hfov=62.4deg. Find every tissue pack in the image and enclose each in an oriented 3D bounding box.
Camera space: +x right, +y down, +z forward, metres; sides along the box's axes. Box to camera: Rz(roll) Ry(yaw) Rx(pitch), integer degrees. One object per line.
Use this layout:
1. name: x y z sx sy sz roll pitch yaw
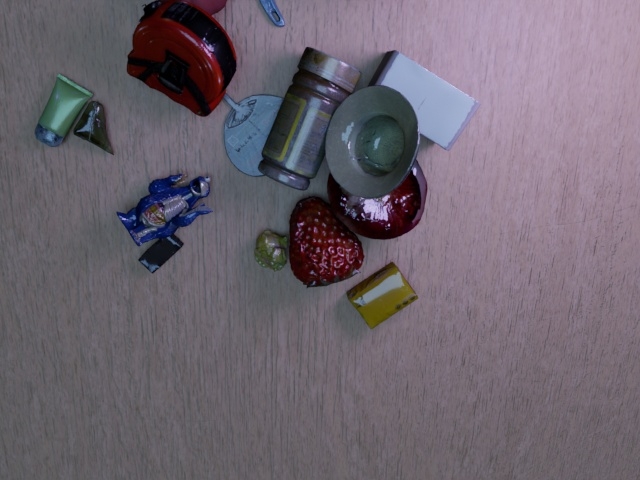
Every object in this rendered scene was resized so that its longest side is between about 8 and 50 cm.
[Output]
1. tissue pack: 0.242 -0.348 1.318 0.246 0.159 0.136 29 105 -11
2. tissue pack: 0.175 0.156 1.507 0.169 0.082 0.120 -34 104 8

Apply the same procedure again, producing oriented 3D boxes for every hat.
1. hat: 0.148 -0.220 1.235 0.257 0.130 0.257 -2 88 39

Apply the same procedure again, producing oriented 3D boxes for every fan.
1. fan: -0.193 -0.287 1.397 0.294 0.012 0.223 17 107 -7

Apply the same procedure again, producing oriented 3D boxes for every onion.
1. onion: 0.139 -0.123 1.388 0.272 0.195 0.272 5 74 -19

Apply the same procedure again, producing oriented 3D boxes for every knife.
1. knife: -0.180 -0.659 1.284 0.044 0.019 0.313 -30 104 9

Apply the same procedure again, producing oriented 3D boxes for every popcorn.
1. popcorn: -0.136 0.029 1.459 0.109 0.089 0.097 50 135 -6

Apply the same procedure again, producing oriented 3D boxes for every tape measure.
1. tape measure: -0.325 -0.428 1.232 0.253 0.260 0.114 31 59 -8

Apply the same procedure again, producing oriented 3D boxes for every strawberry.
1. strawberry: 0.000 0.000 1.413 0.205 0.205 0.244 -18 87 3

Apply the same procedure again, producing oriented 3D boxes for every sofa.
1. sofa: -0.444 0.032 1.470 0.118 0.039 0.060 -41 105 9

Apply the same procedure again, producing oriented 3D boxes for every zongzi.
1. zongzi: -0.563 -0.292 1.366 0.113 0.052 0.104 31 98 -24

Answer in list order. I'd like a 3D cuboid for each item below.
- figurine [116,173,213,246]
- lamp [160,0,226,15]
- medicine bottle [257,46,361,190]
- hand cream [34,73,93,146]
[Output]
1. figurine: -0.401 -0.085 1.403 0.262 0.120 0.164 -23 68 -3
2. lamp: -0.299 -0.603 1.238 0.182 0.140 0.182 0 89 -7
3. medicine bottle: -0.033 -0.297 1.318 0.151 0.151 0.322 23 102 -9
4. hand cream: -0.666 -0.325 1.352 0.095 0.046 0.175 31 97 -10
